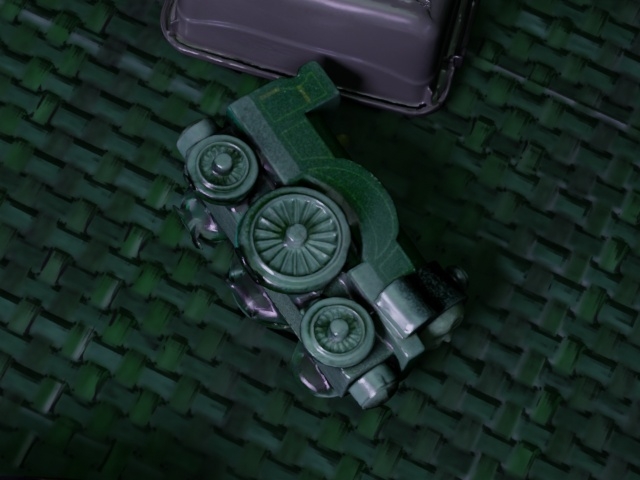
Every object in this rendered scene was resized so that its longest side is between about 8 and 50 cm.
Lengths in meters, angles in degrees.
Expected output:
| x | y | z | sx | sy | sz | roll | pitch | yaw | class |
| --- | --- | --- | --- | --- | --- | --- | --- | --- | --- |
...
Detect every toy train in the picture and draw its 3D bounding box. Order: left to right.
| x | y | z | sx | sy | sz | roll | pitch | yaw | class |
| --- | --- | --- | --- | --- | --- | --- | --- | --- | --- |
| 0.000 | 0.000 | 0.861 | 0.105 | 0.071 | 0.178 | -31 | 75 | -20 | toy train |

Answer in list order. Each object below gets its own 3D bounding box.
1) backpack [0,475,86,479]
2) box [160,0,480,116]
| x | y | z | sx | sy | sz | roll | pitch | yaw | class |
| --- | --- | --- | --- | --- | --- | --- | --- | --- | --- |
| -0.157 | 0.238 | 0.720 | 0.206 | 0.133 | 0.258 | -2 | 44 | -8 | backpack |
| 0.004 | -0.151 | 0.899 | 0.172 | 0.093 | 0.124 | 15 | 72 | 2 | box |
